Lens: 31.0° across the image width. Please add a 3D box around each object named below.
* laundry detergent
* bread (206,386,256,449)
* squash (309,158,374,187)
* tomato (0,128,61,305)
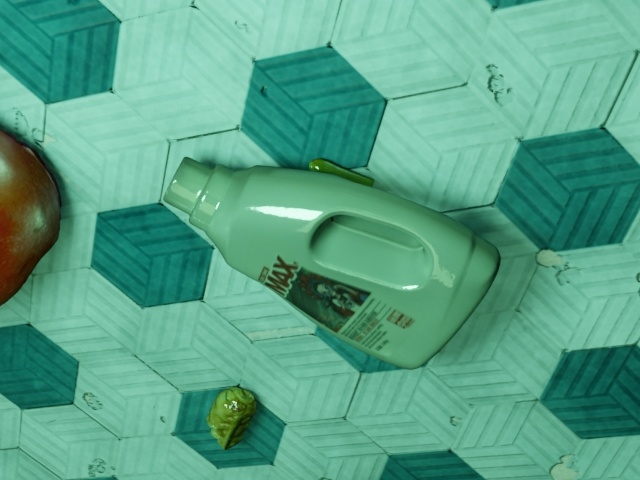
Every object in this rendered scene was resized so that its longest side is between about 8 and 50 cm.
[{"bbox_3d":[0.000,0.000,1.444,0.398,0.124,0.264,27,144,-6],"label":"laundry detergent"},{"bbox_3d":[-0.137,0.266,1.746,0.066,0.060,0.110,12,133,-15],"label":"bread"},{"bbox_3d":[0.024,-0.080,1.446,0.083,0.027,0.027,22,130,-3],"label":"squash"},{"bbox_3d":[-0.518,-0.007,1.496,0.335,0.176,0.289,-29,117,24],"label":"tomato"}]
